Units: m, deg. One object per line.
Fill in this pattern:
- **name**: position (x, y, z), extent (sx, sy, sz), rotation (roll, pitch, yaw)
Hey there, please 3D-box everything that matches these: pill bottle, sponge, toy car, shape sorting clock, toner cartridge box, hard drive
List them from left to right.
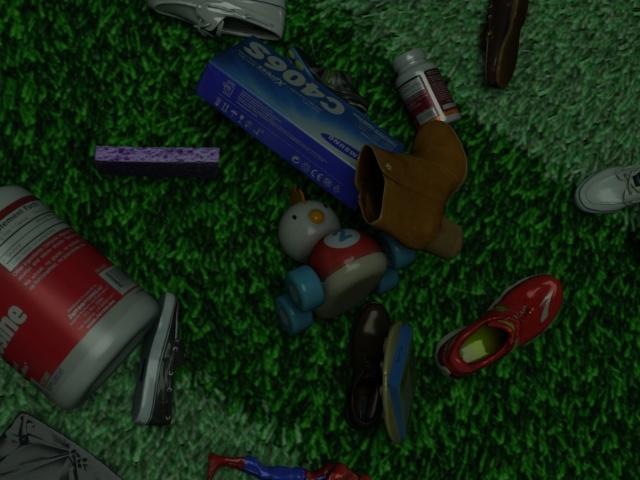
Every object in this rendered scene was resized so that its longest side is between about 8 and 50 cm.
- **pill bottle**: position (-0.480, 0.062, 1.517), extent (0.407, 0.229, 0.229), rotation (40, 78, 1)
- **hard drive**: position (-0.436, 0.417, 1.552), extent (0.254, 0.054, 0.172), rotation (36, 78, -1)
- **sponge**: position (-0.282, -0.136, 1.633), extent (0.210, 0.117, 0.031), rotation (1, 82, -8)
- **toner cartridge box**: position (-0.033, -0.211, 1.643), extent (0.348, 0.075, 0.165), rotation (37, 38, 4)
- **toy car**: position (0.000, 0.000, 1.619), extent (0.219, 0.210, 0.238), rotation (-24, 72, -21)
- **shape sorting clock**: position (0.130, 0.239, 1.591), extent (0.040, 0.206, 0.206), rotation (3, 80, 15)
- **pill bottle**: position (0.191, -0.272, 1.737), extent (0.086, 0.086, 0.152), rotation (-23, 85, -11)

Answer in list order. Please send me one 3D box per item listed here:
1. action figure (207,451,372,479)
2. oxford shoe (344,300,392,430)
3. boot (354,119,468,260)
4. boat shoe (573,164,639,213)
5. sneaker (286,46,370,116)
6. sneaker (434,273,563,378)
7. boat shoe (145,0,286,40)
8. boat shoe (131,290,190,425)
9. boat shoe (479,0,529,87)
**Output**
- **action figure**: position (-0.051, 0.434, 1.585), extent (0.280, 0.091, 0.139), rotation (4, 74, -6)
- **oxford shoe**: position (0.093, 0.216, 1.638), extent (0.083, 0.096, 0.227), rotation (5, 78, -5)
- **boot**: position (0.145, -0.120, 1.555), extent (0.211, 0.104, 0.295), rotation (28, 48, -38)
- **boat shoe**: position (0.588, -0.111, 1.769), extent (0.226, 0.076, 0.083), rotation (-18, 83, -10)
- **sneaker**: position (0.012, -0.287, 1.734), extent (0.188, 0.067, 0.078), rotation (40, 57, 2)
- **sneaker**: position (0.332, 0.157, 1.668), extent (0.279, 0.118, 0.107), rotation (-36, 88, -12)
- **boat shoe**: position (-0.189, -0.410, 1.704), extent (0.258, 0.095, 0.084), rotation (3, 76, -6)
- **boat shoe**: position (-0.261, 0.204, 1.605), extent (0.076, 0.080, 0.228), rotation (14, 75, -23)
- **boat shoe**: position (0.340, -0.385, 1.791), extent (0.073, 0.073, 0.207), rotation (7, 73, 32)
